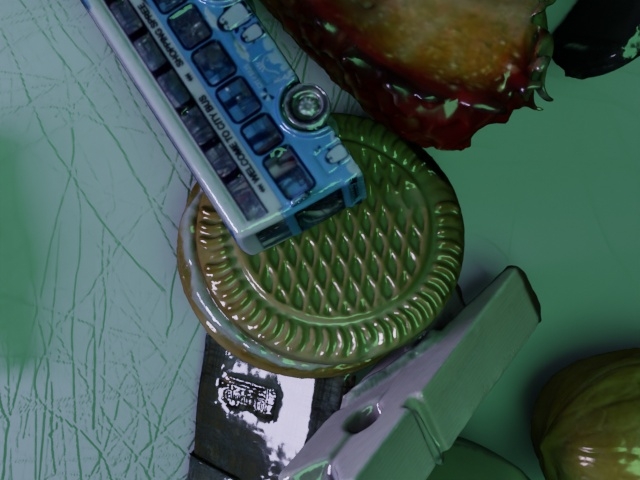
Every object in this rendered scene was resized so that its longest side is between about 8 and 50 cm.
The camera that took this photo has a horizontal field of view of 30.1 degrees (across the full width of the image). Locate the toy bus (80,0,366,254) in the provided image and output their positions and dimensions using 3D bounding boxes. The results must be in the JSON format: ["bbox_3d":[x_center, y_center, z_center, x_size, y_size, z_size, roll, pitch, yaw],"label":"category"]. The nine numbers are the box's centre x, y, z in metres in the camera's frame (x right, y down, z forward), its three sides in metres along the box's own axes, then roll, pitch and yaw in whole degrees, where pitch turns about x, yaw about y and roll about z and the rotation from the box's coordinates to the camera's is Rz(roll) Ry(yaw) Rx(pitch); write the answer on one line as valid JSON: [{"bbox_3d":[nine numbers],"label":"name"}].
[{"bbox_3d":[-0.085,-0.138,1.004,0.131,0.106,0.297,-32,78,-2],"label":"toy bus"}]

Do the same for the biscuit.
[{"bbox_3d":[0.000,0.000,1.069,0.259,0.079,0.259,2,68,-4],"label":"biscuit"}]

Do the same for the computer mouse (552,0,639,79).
[{"bbox_3d":[0.339,-0.252,1.101,0.087,0.168,0.295,38,94,-19],"label":"computer mouse"}]

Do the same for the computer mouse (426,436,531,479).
[{"bbox_3d":[0.188,0.327,1.156,0.145,0.228,0.429,-34,110,4],"label":"computer mouse"}]

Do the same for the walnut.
[{"bbox_3d":[0.321,0.197,1.177,0.225,0.193,0.193,-7,103,-20],"label":"walnut"}]

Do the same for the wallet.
[{"bbox_3d":[-0.058,0.252,1.130,0.044,0.169,0.317,-5,106,-57],"label":"wallet"}]

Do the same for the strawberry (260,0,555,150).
[{"bbox_3d":[0.075,-0.189,1.065,0.280,0.150,0.254,-5,69,-6],"label":"strawberry"}]

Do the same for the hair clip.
[{"bbox_3d":[0.091,0.139,1.061,0.331,0.101,0.085,-45,119,-45],"label":"hair clip"}]
